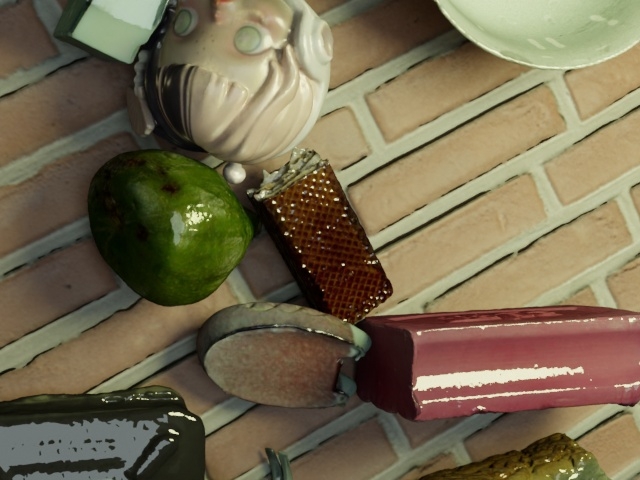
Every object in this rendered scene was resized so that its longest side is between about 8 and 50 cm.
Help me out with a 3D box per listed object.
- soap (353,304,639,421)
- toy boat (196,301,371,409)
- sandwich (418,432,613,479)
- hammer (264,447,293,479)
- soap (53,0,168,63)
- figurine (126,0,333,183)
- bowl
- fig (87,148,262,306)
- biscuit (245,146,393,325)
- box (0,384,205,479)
[{"bbox_3d":[0.247,0.162,1.442,0.360,0.233,0.128,-2,92,-18],"label":"soap"},{"bbox_3d":[-0.052,0.144,1.412,0.228,0.085,0.155,9,126,-10],"label":"toy boat"},{"bbox_3d":[0.315,0.433,1.531,0.326,0.131,0.262,-12,95,-18],"label":"sandwich"},{"bbox_3d":[-0.119,0.348,1.382,0.226,0.041,0.158,18,80,-47],"label":"hammer"},{"bbox_3d":[-0.232,-0.337,1.296,0.091,0.145,0.230,25,88,-29],"label":"soap"},{"bbox_3d":[-0.072,-0.260,1.318,0.211,0.253,0.361,33,76,-50],"label":"figurine"},{"bbox_3d":[0.274,-0.437,1.437,0.435,0.196,0.434,-1,93,-18],"label":"bowl"},{"bbox_3d":[-0.156,-0.028,1.341,0.235,0.203,0.203,-17,99,-38],"label":"fig"},{"bbox_3d":[0.000,0.000,1.407,0.106,0.070,0.252,-35,119,-13],"label":"biscuit"},{"bbox_3d":[-0.321,0.374,1.345,0.350,0.091,0.359,-1,95,-18],"label":"box"}]
